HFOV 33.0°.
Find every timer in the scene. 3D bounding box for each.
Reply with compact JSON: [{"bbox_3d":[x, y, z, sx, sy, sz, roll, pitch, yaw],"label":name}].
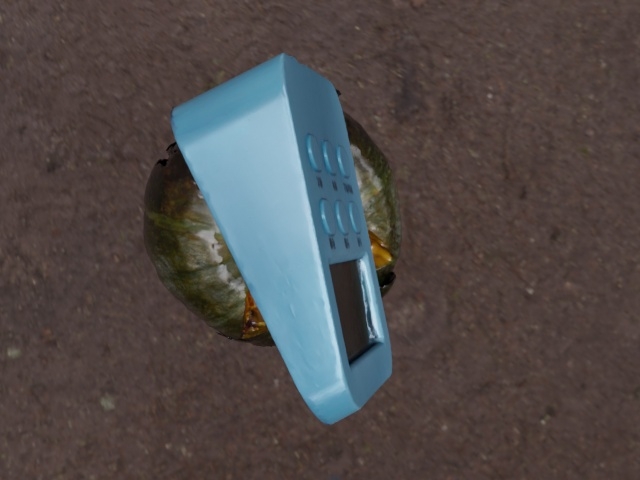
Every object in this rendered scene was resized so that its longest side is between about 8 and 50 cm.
[{"bbox_3d":[0.000,0.000,0.817,0.091,0.232,0.250,-23,88,10],"label":"timer"}]

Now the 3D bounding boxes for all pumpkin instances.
[{"bbox_3d":[-0.055,-0.025,1.284,0.320,0.192,0.320,-4,102,-20],"label":"pumpkin"}]
